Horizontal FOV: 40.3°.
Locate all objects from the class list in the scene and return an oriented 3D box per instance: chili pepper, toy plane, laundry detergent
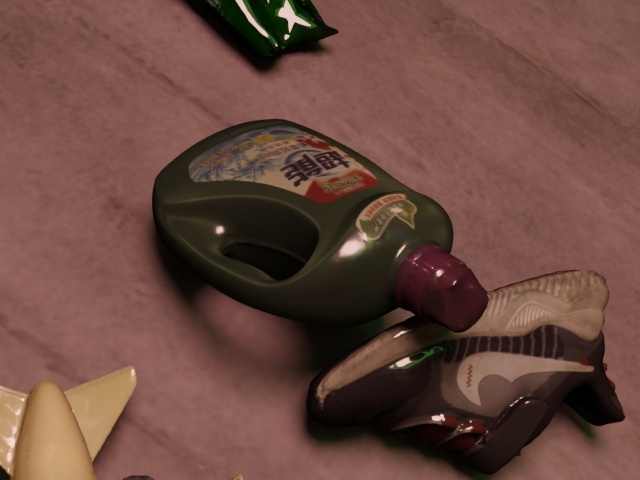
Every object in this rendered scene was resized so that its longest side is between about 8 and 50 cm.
[{"bbox_3d":[-0.087,-0.223,0.716,0.224,0.061,0.098,33,46,5],"label":"chili pepper"},{"bbox_3d":[-0.125,0.173,0.424,0.229,0.092,0.244,5,52,-34],"label":"toy plane"},{"bbox_3d":[0.000,0.000,0.533,0.144,0.078,0.222,-26,41,-29],"label":"laundry detergent"}]

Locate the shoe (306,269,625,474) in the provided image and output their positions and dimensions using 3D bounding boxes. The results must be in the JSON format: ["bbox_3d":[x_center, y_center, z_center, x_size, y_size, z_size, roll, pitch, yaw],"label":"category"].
[{"bbox_3d":[0.105,0.093,0.559,0.228,0.099,0.112,-17,78,-24],"label":"shoe"}]
